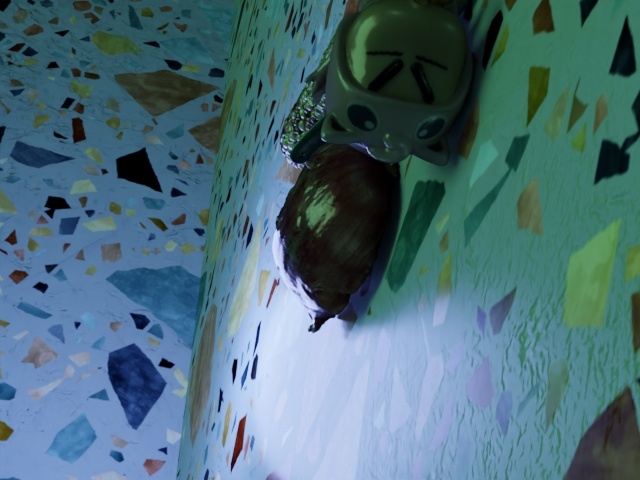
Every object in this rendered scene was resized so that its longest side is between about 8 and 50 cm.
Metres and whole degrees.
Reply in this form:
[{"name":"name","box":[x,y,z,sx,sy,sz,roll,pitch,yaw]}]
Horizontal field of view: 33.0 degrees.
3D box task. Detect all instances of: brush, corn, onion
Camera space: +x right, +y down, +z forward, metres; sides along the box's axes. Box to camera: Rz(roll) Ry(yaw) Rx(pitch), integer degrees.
[{"name":"brush","box":[0.037,-0.161,1.398,0.193,0.043,0.032,-42,42,10]},{"name":"corn","box":[0.014,-0.217,1.604,0.280,0.092,0.092,118,161,-44]},{"name":"onion","box":[0.000,0.000,1.387,0.227,0.120,0.284,-89,17,-60]}]

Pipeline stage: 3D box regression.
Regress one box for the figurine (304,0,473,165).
[{"name":"figurine","box":[0.082,-0.219,1.161,0.186,0.176,0.287,99,-173,-57]}]
